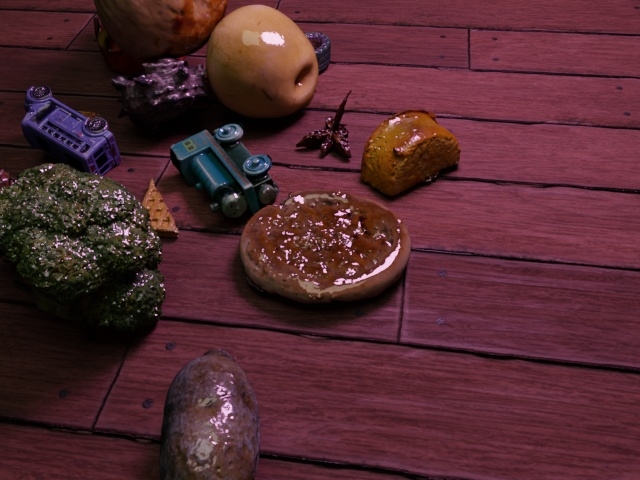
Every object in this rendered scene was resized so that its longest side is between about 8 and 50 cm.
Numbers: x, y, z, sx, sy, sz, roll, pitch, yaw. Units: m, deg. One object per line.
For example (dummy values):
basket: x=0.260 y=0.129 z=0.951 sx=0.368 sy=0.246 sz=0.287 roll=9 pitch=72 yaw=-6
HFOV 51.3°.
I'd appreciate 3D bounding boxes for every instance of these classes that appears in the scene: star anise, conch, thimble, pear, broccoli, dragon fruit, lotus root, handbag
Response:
star anise: x=0.029 y=-0.302 z=1.743 sx=0.158 sy=0.144 sz=0.141 roll=21 pitch=57 yaw=22
conch: x=-0.437 y=-0.416 z=1.806 sx=0.312 sy=0.186 sz=0.241 roll=-18 pitch=31 yaw=38
thimble: x=-0.028 y=-0.575 z=2.055 sx=0.118 sy=0.090 sz=0.135 roll=7 pitch=45 yaw=11
pear: x=-0.159 y=-0.480 z=1.822 sx=0.309 sy=0.309 sz=0.309 roll=-1 pitch=44 yaw=1
broccoli: x=-0.484 y=0.003 z=1.332 sx=0.413 sy=0.310 sz=0.321 roll=24 pitch=61 yaw=-20
dragon fruit: x=-0.568 y=-0.686 z=2.105 sx=0.305 sy=0.226 sz=0.306 roll=-1 pitch=47 yaw=1
lotus root: x=-0.185 y=0.310 z=1.105 sx=0.174 sy=0.175 sz=0.350 roll=-8 pitch=41 yaw=-5
handbag: x=-0.406 y=-0.445 z=1.966 sx=0.190 sy=0.063 sz=0.127 roll=2 pitch=44 yaw=9

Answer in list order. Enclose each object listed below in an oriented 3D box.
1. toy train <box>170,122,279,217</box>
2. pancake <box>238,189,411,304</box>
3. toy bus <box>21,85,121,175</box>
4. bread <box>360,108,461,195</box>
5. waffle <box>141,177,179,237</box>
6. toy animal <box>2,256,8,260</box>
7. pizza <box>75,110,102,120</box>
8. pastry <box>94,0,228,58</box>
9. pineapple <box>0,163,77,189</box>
toy train: x=-0.231 y=-0.167 z=1.635 sx=0.194 sy=0.120 sz=0.298 roll=-29 pitch=48 yaw=-15
pancake: x=0.000 y=0.001 z=1.478 sx=0.381 sy=0.071 sz=0.382 roll=-1 pitch=41 yaw=1
toy bus: x=-0.667 y=-0.279 z=1.735 sx=0.292 sy=0.125 sz=0.133 roll=30 pitch=61 yaw=15
bread: x=0.222 y=-0.235 z=1.658 sx=0.260 sy=0.147 sz=0.160 roll=-24 pitch=45 yaw=-20
waffle: x=-0.375 y=-0.084 z=1.611 sx=0.125 sy=0.032 sz=0.191 roll=2 pitch=46 yaw=8
toy animal: x=-0.655 y=-0.022 z=1.478 sx=0.121 sy=0.169 sz=0.233 roll=33 pitch=41 yaw=31
pizza: x=-0.711 y=-0.318 z=1.865 sx=0.178 sy=0.041 sz=0.131 roll=-1 pitch=46 yaw=2
pastry: x=-0.414 y=-0.668 z=1.819 sx=0.312 sy=0.388 sz=0.389 roll=39 pitch=48 yaw=-11
pineapple: x=-0.746 y=-0.109 z=1.586 sx=0.360 sy=0.175 sz=0.175 roll=-3 pitch=42 yaw=-22
